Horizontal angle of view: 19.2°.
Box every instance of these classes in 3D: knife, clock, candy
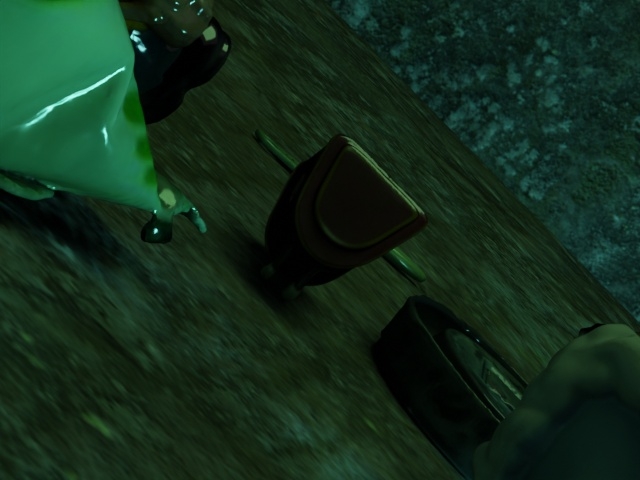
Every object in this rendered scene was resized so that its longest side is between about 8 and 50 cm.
[{"bbox_3d":[0.019,-0.030,1.673,0.207,0.014,0.030,41,12,-17],"label":"knife"},{"bbox_3d":[0.128,0.134,1.341,0.226,0.049,0.226,45,9,-9],"label":"clock"},{"bbox_3d":[-0.174,-0.134,0.882,0.263,0.172,0.398,52,-1,18],"label":"candy"}]

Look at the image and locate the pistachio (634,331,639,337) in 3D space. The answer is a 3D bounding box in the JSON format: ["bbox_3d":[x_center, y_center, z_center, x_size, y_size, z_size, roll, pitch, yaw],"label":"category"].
[{"bbox_3d":[0.286,0.152,1.614,0.213,0.162,0.260,9,-17,47],"label":"pistachio"}]

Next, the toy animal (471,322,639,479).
[{"bbox_3d":[0.180,0.166,1.102,0.204,0.156,0.208,50,-2,43],"label":"toy animal"}]

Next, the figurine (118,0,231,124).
[{"bbox_3d":[-0.194,-0.202,1.148,0.185,0.204,0.332,34,-29,48],"label":"figurine"}]

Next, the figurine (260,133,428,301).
[{"bbox_3d":[-0.001,0.000,1.252,0.082,0.098,0.154,41,-15,-5],"label":"figurine"}]
